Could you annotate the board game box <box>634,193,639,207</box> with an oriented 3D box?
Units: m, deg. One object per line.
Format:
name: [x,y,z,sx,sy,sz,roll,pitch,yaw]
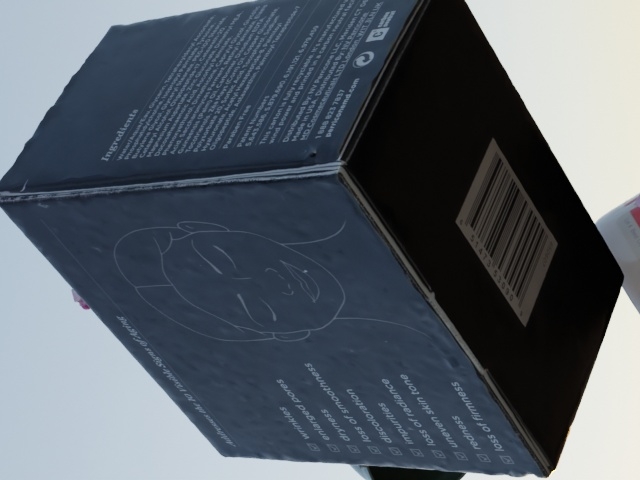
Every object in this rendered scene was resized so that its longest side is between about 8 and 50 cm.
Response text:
board game box: [0.348,-0.015,1.449,0.090,0.090,0.020,15,-77,-57]

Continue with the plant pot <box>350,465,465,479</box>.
plant pot: [0.121,0.261,2.582,0.293,0.196,0.293,-13,-68,-36]

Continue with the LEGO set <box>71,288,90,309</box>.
LEGO set: [-0.192,0.037,2.110,0.132,0.287,0.107,-10,-103,-63]

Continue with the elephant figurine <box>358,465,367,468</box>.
elephant figurine: [0.055,0.176,2.199,0.169,0.186,0.239,43,-177,-5]

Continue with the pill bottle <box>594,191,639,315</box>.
pill bottle: [0.558,-0.029,1.899,0.229,0.408,0.229,55,-169,-16]

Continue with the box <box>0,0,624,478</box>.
box: [0.000,0.000,1.703,0.480,0.472,0.297,54,-132,-35]
